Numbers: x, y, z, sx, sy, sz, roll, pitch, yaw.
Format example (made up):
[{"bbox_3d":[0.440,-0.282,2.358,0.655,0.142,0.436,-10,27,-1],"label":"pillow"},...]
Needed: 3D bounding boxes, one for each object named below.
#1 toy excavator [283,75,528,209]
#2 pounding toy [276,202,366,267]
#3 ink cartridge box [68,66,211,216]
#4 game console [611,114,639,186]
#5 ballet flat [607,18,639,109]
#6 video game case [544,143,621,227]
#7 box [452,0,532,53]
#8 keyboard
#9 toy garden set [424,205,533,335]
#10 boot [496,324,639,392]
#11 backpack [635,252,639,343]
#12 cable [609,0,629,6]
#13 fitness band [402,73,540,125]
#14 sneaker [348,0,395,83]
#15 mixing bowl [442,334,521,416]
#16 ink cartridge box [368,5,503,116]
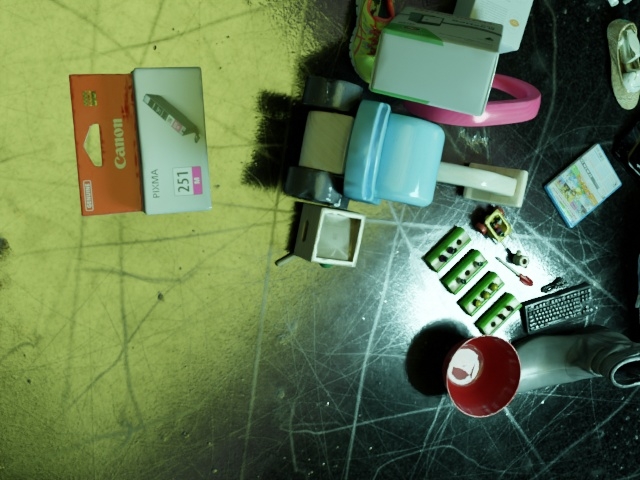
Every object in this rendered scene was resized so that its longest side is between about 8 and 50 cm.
[{"bbox_3d":[0.190,-0.142,1.594,0.446,0.433,0.222,13,92,9],"label":"toy excavator"},{"bbox_3d":[0.000,0.000,1.644,0.130,0.100,0.141,8,96,-33],"label":"pounding toy"},{"bbox_3d":[-0.337,-0.185,1.523,0.239,0.060,0.275,-6,98,-19],"label":"ink cartridge box"},{"bbox_3d":[0.864,-0.168,1.926,0.361,0.044,0.213,43,84,-17],"label":"game console"},{"bbox_3d":[0.695,-0.398,1.829,0.073,0.067,0.206,-21,102,-16],"label":"ballet flat"},{"bbox_3d":[0.604,-0.126,1.859,0.166,0.015,0.119,-39,107,-11],"label":"video game case"},{"bbox_3d":[0.363,-0.496,1.697,0.130,0.091,0.170,17,90,-19],"label":"box"},{"bbox_3d":[0.549,0.144,1.868,0.180,0.023,0.108,-15,100,-17],"label":"keyboard"},{"bbox_3d":[0.380,0.065,1.789,0.204,0.049,0.244,-43,107,-9],"label":"toy garden set"},{"bbox_3d":[0.579,0.272,1.786,0.338,0.223,0.118,-18,102,-16],"label":"boot"},{"bbox_3d":[0.871,0.076,1.856,0.290,0.273,0.355,-4,83,13],"label":"backpack"},{"bbox_3d":[0.638,-0.670,1.770,0.257,0.089,0.257,-46,107,-9],"label":"cable"},{"bbox_3d":[0.305,-0.289,1.628,0.291,0.209,0.054,-11,120,-28],"label":"fitness band"},{"bbox_3d":[0.110,-0.417,1.622,0.082,0.094,0.208,-5,99,-19],"label":"sneaker"},{"bbox_3d":[0.337,0.285,1.775,0.182,0.098,0.181,-2,97,-17],"label":"mixing bowl"},{"bbox_3d":[0.227,-0.348,1.530,0.211,0.289,0.121,14,117,8],"label":"ink cartridge box"}]
